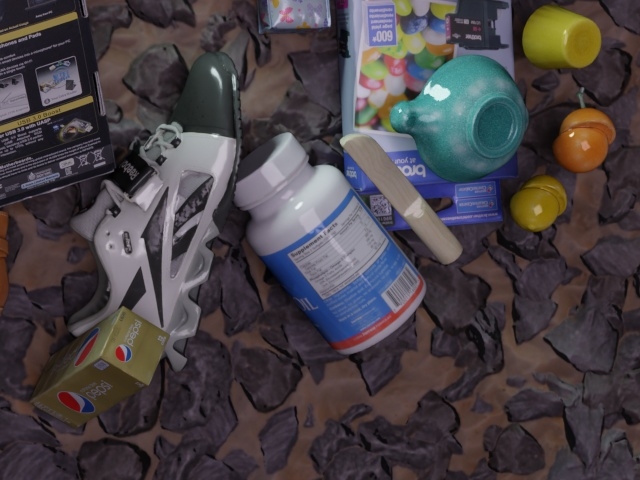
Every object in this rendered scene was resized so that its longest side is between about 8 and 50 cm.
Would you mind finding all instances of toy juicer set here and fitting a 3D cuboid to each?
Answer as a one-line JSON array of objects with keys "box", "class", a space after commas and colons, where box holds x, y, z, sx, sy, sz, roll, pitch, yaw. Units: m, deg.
[{"box": [0.168, -0.092, 1.903, 0.329, 0.089, 0.209, -31, 116, -23], "class": "toy juicer set"}]

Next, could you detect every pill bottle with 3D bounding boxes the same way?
[{"box": [0.000, 0.000, 1.898, 0.124, 0.124, 0.221, -41, 104, -10], "class": "pill bottle"}]

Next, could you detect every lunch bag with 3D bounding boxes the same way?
[{"box": [-0.030, -0.259, 1.900, 0.071, 0.053, 0.083, -3, 87, -18], "class": "lunch bag"}]

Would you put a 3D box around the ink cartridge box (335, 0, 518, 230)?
[{"box": [0.115, -0.165, 1.952, 0.186, 0.065, 0.311, -5, 99, -16], "class": "ink cartridge box"}]

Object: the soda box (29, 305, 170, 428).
[{"box": [-0.221, 0.128, 1.810, 0.058, 0.181, 0.061, 33, 57, -18], "class": "soda box"}]

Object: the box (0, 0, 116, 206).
[{"box": [-0.405, -0.147, 1.693, 0.395, 0.097, 0.318, -19, 135, -14], "class": "box"}]

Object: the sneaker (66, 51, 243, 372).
[{"box": [-0.171, -0.038, 1.840, 0.146, 0.122, 0.330, 13, 93, -18], "class": "sneaker"}]

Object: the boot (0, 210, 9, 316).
[{"box": [-0.407, 0.029, 1.809, 0.197, 0.073, 0.152, 9, 85, -17], "class": "boot"}]
